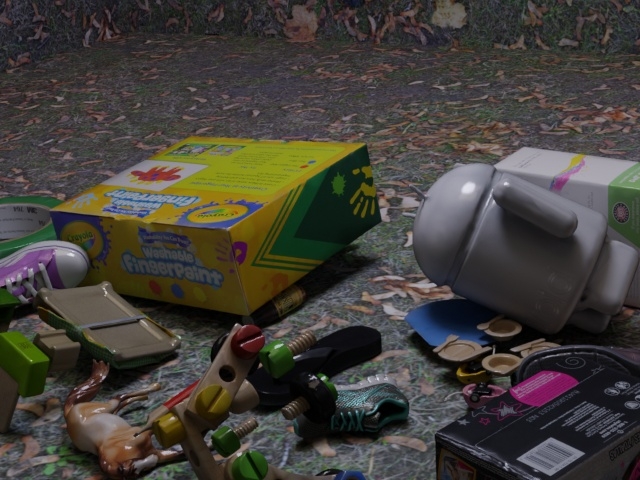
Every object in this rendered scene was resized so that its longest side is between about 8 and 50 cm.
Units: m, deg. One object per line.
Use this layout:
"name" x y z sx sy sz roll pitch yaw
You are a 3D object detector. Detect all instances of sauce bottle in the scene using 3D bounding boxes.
"sauce bottle" -0.076 0.108 1.909 0.042 0.042 0.128 10 28 35

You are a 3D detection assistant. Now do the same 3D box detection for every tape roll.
"tape roll" -0.620 0.002 2.256 0.321 0.077 0.321 -4 22 2

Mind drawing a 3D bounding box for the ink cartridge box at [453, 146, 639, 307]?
"ink cartridge box" 0.398 -0.032 1.929 0.353 0.207 0.119 13 30 38

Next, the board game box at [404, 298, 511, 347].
"board game box" 0.206 0.137 1.777 0.133 0.033 0.169 -11 22 -16

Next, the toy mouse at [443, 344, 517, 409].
"toy mouse" 0.246 0.201 1.604 0.161 0.031 0.143 -24 28 -40

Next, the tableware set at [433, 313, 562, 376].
"tableware set" 0.254 0.151 1.656 0.141 0.020 0.169 -19 25 -34

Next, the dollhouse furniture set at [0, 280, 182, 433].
"dollhouse furniture set" -0.389 0.178 1.766 0.197 0.151 0.301 35 22 29

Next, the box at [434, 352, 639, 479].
"box" 0.270 0.253 1.315 0.247 0.142 0.163 -22 28 -35

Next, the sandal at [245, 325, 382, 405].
"sandal" -0.016 0.168 1.716 0.097 0.054 0.254 14 28 40

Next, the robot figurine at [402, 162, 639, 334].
"robot figurine" 0.289 0.010 1.769 0.353 0.300 0.199 24 59 8

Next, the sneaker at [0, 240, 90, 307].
"sneaker" -0.526 0.094 1.982 0.282 0.102 0.161 -16 25 0

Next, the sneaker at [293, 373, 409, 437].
"sneaker" 0.045 0.225 1.552 0.166 0.065 0.076 -17 28 -25

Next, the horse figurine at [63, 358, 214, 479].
"horse figurine" -0.261 0.245 1.559 0.174 0.066 0.263 -18 30 -39

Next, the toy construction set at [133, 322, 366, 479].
"toy construction set" -0.128 0.248 1.342 0.237 0.257 0.309 -33 19 -27

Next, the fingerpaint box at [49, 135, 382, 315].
"fingerpaint box" -0.182 -0.039 2.071 0.445 0.163 0.371 6 28 39

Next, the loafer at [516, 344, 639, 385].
"loafer" 0.404 0.189 1.536 0.303 0.109 0.095 3 2 5
